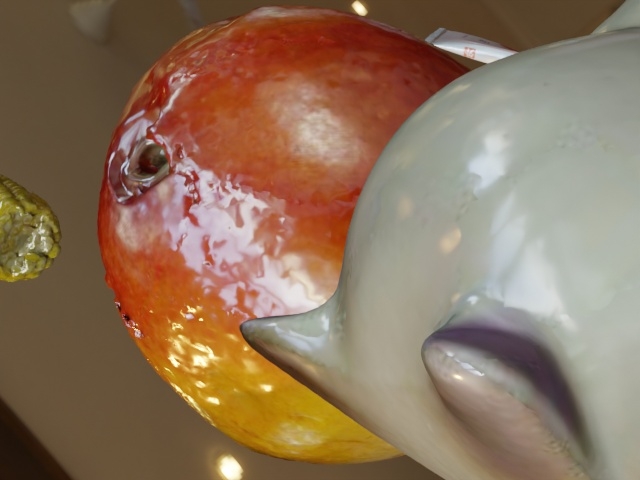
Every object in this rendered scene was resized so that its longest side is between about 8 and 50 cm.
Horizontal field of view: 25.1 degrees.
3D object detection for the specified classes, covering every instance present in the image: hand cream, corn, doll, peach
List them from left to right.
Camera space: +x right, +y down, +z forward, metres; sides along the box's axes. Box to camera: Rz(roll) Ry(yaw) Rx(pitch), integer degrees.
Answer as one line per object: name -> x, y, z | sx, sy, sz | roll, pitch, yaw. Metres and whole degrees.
corn -> -0.388, -0.028, 1.537 | 0.120, 0.120, 0.363 | 31, 168, -39
peach -> 0.000, 0.000, 0.843 | 0.281, 0.281, 0.238 | 40, 177, -24
hand cream -> 0.213, -0.182, 1.459 | 0.216, 0.038, 0.052 | 18, 178, 14
doll -> 0.175, -0.028, 0.537 | 0.226, 0.370, 0.215 | 51, 165, -20
